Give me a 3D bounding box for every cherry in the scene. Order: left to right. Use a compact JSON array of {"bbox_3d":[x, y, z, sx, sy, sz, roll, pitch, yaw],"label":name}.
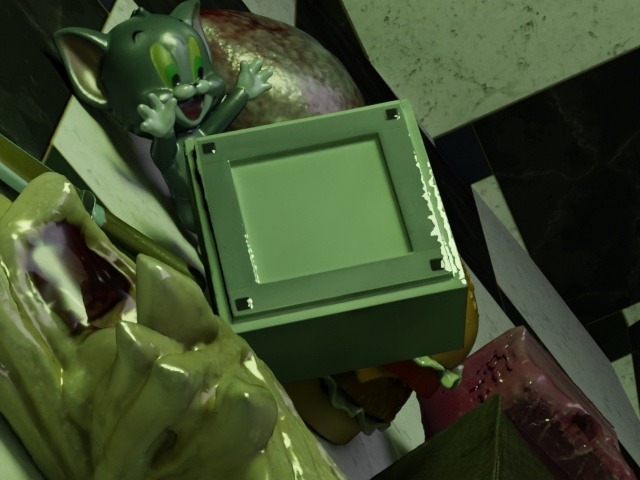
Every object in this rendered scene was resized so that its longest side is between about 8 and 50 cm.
[{"bbox_3d":[-0.068,-0.152,1.968,0.300,0.203,0.230,39,25,-27],"label":"cherry"}]

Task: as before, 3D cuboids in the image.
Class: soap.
[{"bbox_3d":[0.245,0.268,1.992,0.325,0.220,0.127,47,19,-28],"label":"soap"}]

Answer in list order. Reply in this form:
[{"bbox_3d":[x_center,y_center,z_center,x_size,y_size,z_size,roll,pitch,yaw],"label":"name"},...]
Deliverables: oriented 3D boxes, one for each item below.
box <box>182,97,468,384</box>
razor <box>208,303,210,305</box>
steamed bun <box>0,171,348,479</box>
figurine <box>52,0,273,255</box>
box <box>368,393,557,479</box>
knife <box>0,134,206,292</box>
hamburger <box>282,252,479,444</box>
[{"bbox_3d":[0.000,0.000,1.621,0.117,0.225,0.225,87,-10,-56],"label":"box"},{"bbox_3d":[-0.110,0.090,1.551,0.044,0.028,0.154,38,13,-29],"label":"razor"},{"bbox_3d":[-0.089,0.132,1.194,0.428,0.189,0.247,52,20,-15],"label":"steamed bun"},{"bbox_3d":[-0.135,-0.123,1.786,0.140,0.193,0.265,11,-56,52],"label":"figurine"},{"bbox_3d":[0.134,0.279,1.614,0.143,0.184,0.273,52,12,-6],"label":"box"},{"bbox_3d":[-0.205,-0.029,1.473,0.343,0.027,0.061,38,19,-41],"label":"knife"},{"bbox_3d":[0.048,0.058,1.808,0.274,0.212,0.274,52,12,-15],"label":"hamburger"}]
